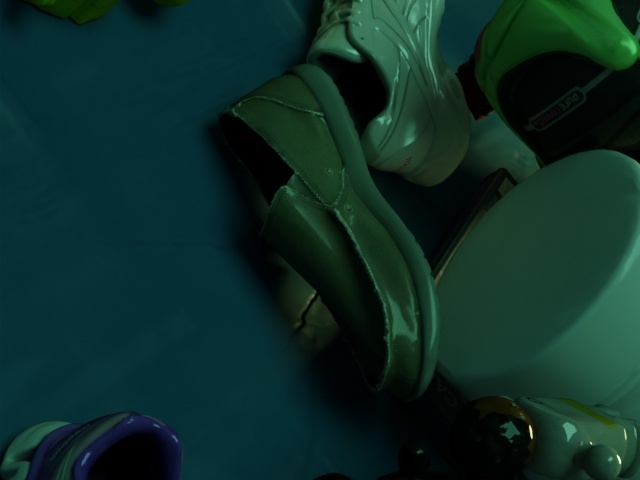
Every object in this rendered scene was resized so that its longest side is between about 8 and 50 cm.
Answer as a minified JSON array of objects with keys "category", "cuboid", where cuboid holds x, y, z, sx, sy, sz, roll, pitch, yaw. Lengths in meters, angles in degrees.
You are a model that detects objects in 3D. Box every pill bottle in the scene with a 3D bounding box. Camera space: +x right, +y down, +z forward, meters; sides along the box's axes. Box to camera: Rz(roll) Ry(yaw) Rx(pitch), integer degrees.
[{"category":"pill bottle","cuboid":[0.271,0.129,1.230,0.392,0.224,0.224,40,40,-24]}]

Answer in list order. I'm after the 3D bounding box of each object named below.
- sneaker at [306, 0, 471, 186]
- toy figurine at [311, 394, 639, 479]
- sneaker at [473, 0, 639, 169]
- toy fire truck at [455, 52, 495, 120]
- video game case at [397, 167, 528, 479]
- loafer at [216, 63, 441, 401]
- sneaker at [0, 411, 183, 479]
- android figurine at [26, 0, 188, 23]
[{"category":"sneaker","cuboid":[0.035,-0.155,1.324,0.115,0.090,0.232,6,59,-43]},{"category":"toy figurine","cuboid":[0.102,0.200,1.036,0.148,0.209,0.213,6,59,-40]},{"category":"sneaker","cuboid":[0.275,-0.053,1.358,0.202,0.185,0.483,46,10,32]},{"category":"toy fire truck","cuboid":[0.182,-0.152,1.447,0.135,0.192,0.047,-27,83,-25]},{"category":"video game case","cuboid":[0.148,0.085,1.330,0.196,0.026,0.274,50,38,-10]},{"category":"loafer","cuboid":[0.000,0.000,1.180,0.087,0.094,0.251,-14,62,-23]},{"category":"sneaker","cuboid":[-0.113,0.182,0.888,0.095,0.104,0.236,30,45,-34]},{"category":"android figurine","cuboid":[-0.173,-0.253,1.183,0.248,0.056,0.273,42,37,-20]}]
